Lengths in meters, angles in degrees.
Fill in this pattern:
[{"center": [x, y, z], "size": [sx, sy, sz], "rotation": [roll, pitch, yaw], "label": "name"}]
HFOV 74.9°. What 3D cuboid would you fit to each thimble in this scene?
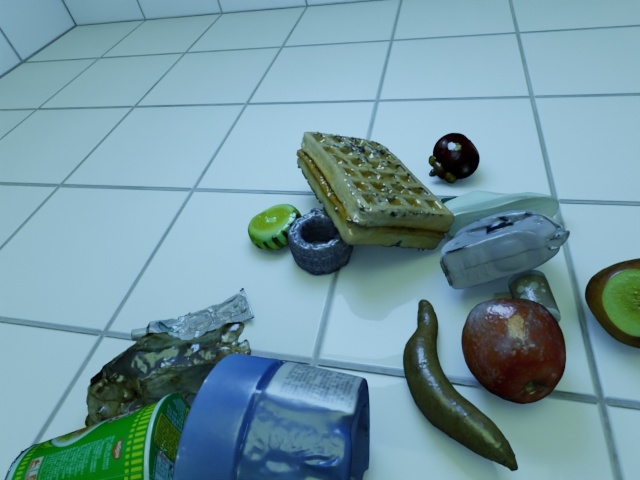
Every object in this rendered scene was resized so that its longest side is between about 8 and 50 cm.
[{"center": [0.002, 0.001, 0.984], "size": [0.150, 0.097, 0.150], "rotation": [-6, 48, 6], "label": "thimble"}]

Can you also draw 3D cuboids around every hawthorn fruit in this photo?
[{"center": [0.323, 0.183, 0.707], "size": [0.173, 0.172, 0.172], "rotation": [-6, 47, 6], "label": "hawthorn fruit"}]

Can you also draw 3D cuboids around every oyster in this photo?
[{"center": [-0.284, 0.258, 0.780], "size": [0.338, 0.133, 0.197], "rotation": [-14, 54, 4], "label": "oyster"}]

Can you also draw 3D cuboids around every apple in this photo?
[{"center": [0.563, 0.111, 0.725], "size": [0.146, 0.163, 0.147], "rotation": [-38, 48, 36], "label": "apple"}]

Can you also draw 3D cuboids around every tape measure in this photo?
[{"center": [0.369, 0.006, 0.861], "size": [0.236, 0.120, 0.197], "rotation": [-19, 10, 20], "label": "tape measure"}]

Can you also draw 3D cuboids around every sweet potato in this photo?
[{"center": [0.205, 0.242, 0.736], "size": [0.109, 0.079, 0.346], "rotation": [-9, 39, -6], "label": "sweet potato"}]

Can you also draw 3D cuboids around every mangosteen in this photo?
[{"center": [0.347, -0.214, 1.110], "size": [0.140, 0.140, 0.140], "rotation": [-6, 47, 6], "label": "mangosteen"}]

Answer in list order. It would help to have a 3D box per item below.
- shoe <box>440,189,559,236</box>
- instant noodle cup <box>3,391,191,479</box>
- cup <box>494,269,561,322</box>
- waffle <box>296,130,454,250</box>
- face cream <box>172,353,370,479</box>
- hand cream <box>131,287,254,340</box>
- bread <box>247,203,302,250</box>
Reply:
[{"center": [0.410, -0.083, 0.986], "size": [0.265, 0.095, 0.110], "rotation": [-9, 37, -1], "label": "shoe"}, {"center": [-0.325, 0.363, 0.644], "size": [0.233, 0.207, 0.206], "rotation": [-14, 46, 2], "label": "instant noodle cup"}, {"center": [0.398, 0.118, 0.810], "size": [0.102, 0.074, 0.099], "rotation": [-5, 47, 7], "label": "cup"}, {"center": [0.108, -0.128, 1.005], "size": [0.261, 0.113, 0.376], "rotation": [0, 38, -27], "label": "waffle"}, {"center": [-0.050, 0.304, 0.607], "size": [0.225, 0.248, 0.248], "rotation": [4, 49, 14], "label": "face cream"}, {"center": [-0.277, 0.177, 0.910], "size": [0.257, 0.050, 0.084], "rotation": [-16, 48, -12], "label": "hand cream"}, {"center": [-0.111, -0.032, 1.052], "size": [0.139, 0.071, 0.130], "rotation": [-43, 44, -13], "label": "bread"}]
